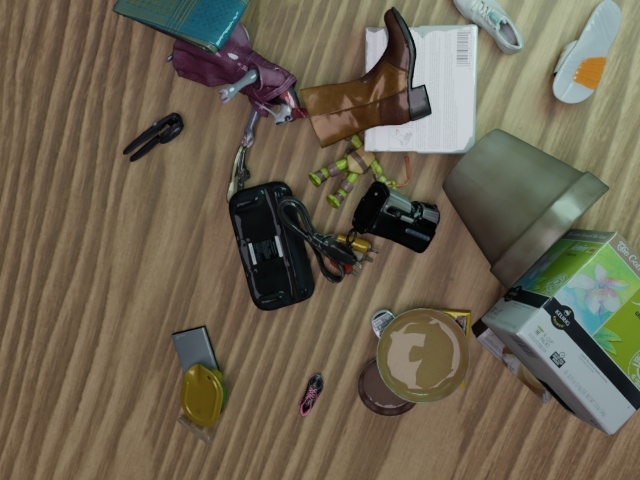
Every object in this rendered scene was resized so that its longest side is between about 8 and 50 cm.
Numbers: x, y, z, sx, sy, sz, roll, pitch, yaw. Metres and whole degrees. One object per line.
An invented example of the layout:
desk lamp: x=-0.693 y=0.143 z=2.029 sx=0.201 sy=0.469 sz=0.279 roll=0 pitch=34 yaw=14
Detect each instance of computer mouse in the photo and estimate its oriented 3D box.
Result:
computer mouse: x=0.194 y=0.265 z=2.031 sx=0.106 sy=0.042 sz=0.193 roll=-28 pitch=85 yaw=-4

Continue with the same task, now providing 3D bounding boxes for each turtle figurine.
turtle figurine: x=0.076 y=-0.197 z=1.921 sx=0.217 sy=0.087 sz=0.269 roll=-40 pitch=109 yaw=-8

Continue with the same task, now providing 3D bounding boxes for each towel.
towel: x=-0.259 y=-0.607 z=1.783 sx=0.271 sy=0.040 sz=0.370 roll=24 pitch=73 yaw=12

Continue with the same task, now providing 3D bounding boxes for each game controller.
game controller: x=-0.121 y=0.017 z=1.994 sx=0.166 sy=0.067 sz=0.319 roll=-14 pitch=101 yaw=-4

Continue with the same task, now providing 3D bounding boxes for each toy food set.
toy food set: x=-0.302 y=0.417 z=2.109 sx=0.128 sy=0.071 sz=0.218 roll=26 pitch=118 yaw=20

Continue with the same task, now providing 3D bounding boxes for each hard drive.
hard drive: x=-0.332 y=0.300 z=2.110 sx=0.094 sy=0.022 sz=0.135 roll=-14 pitch=101 yaw=9

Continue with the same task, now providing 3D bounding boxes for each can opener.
can opener: x=-0.418 y=-0.258 z=1.977 sx=0.186 sy=0.073 sz=0.059 roll=-26 pitch=107 yaw=20

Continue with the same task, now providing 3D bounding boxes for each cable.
cable: x=0.000 y=0.000 z=1.979 sx=0.287 sy=0.072 sz=0.139 roll=35 pitch=118 yaw=-9

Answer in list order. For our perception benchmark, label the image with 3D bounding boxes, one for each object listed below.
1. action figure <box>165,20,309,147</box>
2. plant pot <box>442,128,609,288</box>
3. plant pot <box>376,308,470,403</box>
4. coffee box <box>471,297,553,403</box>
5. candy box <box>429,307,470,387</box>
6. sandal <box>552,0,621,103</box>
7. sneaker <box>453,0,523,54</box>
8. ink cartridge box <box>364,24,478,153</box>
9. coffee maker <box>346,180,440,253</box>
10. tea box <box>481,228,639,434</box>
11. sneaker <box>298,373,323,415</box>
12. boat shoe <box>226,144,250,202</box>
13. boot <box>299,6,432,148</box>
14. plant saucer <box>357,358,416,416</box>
action figure: x=-0.170 y=-0.402 z=1.881 sx=0.370 sy=0.248 sz=0.276 roll=31 pitch=77 yaw=-1
plant pot: x=0.445 y=-0.097 z=1.826 sx=0.280 sy=0.323 sz=0.323 roll=46 pitch=103 yaw=12
plant pot: x=0.256 y=0.288 z=1.991 sx=0.236 sy=0.032 sz=0.236 roll=0 pitch=87 yaw=-4
coffee box: x=0.517 y=0.265 z=1.980 sx=0.246 sy=0.098 sz=0.141 roll=44 pitch=102 yaw=-6
candy box: x=0.325 y=0.277 z=2.039 sx=0.105 sy=0.027 sz=0.206 roll=4 pitch=103 yaw=8
sandal: x=0.610 y=-0.429 z=1.836 sx=0.102 sy=0.076 sz=0.265 roll=32 pitch=83 yaw=-17
sneaker: x=0.391 y=-0.515 z=1.820 sx=0.212 sy=0.094 sz=0.080 roll=42 pitch=104 yaw=-4
ink cartridge box: x=0.235 y=-0.354 z=1.873 sx=0.261 sy=0.066 sz=0.296 roll=1 pitch=97 yaw=5
coffee maker: x=0.175 y=-0.039 z=1.914 sx=0.178 sy=0.120 sz=0.171 roll=22 pitch=128 yaw=-30
tea box: x=0.617 y=0.196 z=1.811 sx=0.323 sy=0.220 sz=0.329 roll=-45 pitch=99 yaw=-6
sneaker: x=-0.025 y=0.410 z=2.088 sx=0.047 sy=0.057 sz=0.119 roll=21 pitch=103 yaw=2
boat shoe: x=-0.199 y=-0.162 z=1.981 sx=0.049 sy=0.056 sz=0.152 roll=13 pitch=113 yaw=-3
boot: x=0.091 y=-0.373 z=1.825 sx=0.280 sy=0.096 sz=0.264 roll=-13 pitch=103 yaw=14
plant saucer: x=0.181 y=0.378 z=2.075 sx=0.168 sy=0.029 sz=0.168 roll=1 pitch=101 yaw=5
